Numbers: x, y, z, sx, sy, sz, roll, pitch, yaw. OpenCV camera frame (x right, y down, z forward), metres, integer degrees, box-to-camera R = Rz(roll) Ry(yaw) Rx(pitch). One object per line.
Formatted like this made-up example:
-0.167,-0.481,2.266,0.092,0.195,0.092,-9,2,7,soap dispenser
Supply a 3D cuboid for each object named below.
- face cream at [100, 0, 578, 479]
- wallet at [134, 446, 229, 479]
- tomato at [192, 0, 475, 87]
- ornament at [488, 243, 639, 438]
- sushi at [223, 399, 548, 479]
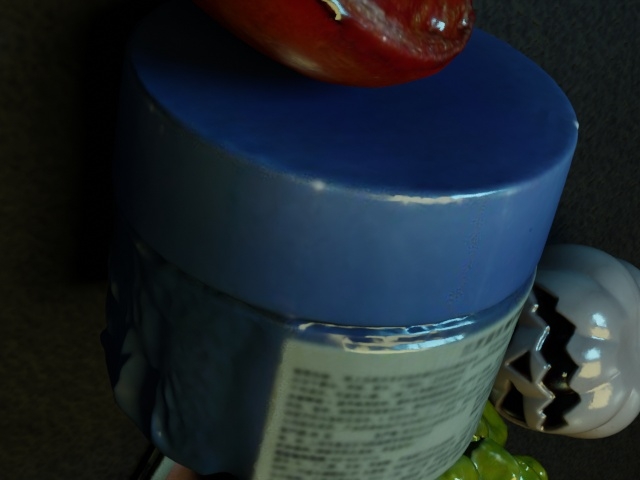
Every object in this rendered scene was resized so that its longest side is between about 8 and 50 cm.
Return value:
0.000,0.000,0.653,0.249,0.249,0.225,-14,130,-36,face cream
-0.071,0.146,0.890,0.119,0.025,0.232,16,110,-49,wallet
-0.018,-0.185,0.558,0.200,0.139,0.233,38,51,-41,tomato
0.218,0.091,1.015,0.177,0.177,0.178,-25,137,-27,ornament
0.092,0.290,0.918,0.285,0.329,0.328,-27,147,-16,sushi
